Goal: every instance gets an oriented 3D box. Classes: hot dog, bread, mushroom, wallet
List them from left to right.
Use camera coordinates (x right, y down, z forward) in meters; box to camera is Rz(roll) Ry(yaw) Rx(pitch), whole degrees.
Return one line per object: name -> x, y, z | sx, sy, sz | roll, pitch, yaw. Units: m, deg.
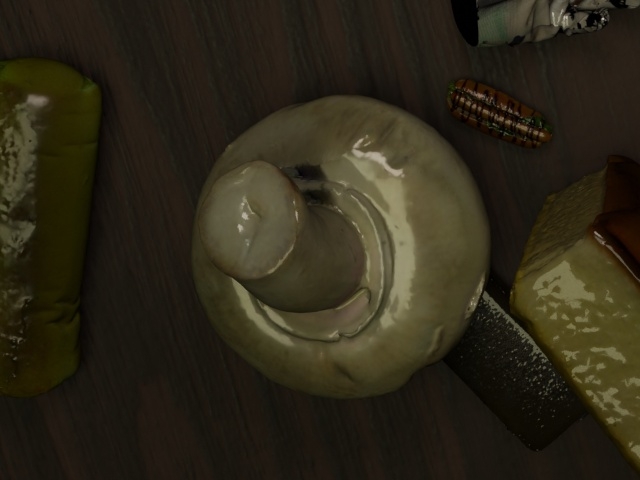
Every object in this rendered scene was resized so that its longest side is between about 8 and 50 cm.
bread -> -0.335, -0.011, 1.972 | 0.166, 0.112, 0.383 | 9, 105, 7
mushroom -> -0.003, -0.010, 1.850 | 0.315, 0.315, 0.356 | -41, 124, 16
hot dog -> 0.185, -0.131, 1.892 | 0.122, 0.037, 0.049 | 23, 109, 6
wallet -> 0.204, 0.128, 1.952 | 0.198, 0.031, 0.110 | 45, 107, -3
bread -> 0.337, 0.093, 1.767 | 0.143, 0.333, 0.323 | -36, 97, 20

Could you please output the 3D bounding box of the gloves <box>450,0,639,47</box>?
gloves -> 0.241, -0.267, 1.820 | 0.212, 0.111, 0.127 | -20, 97, -16
